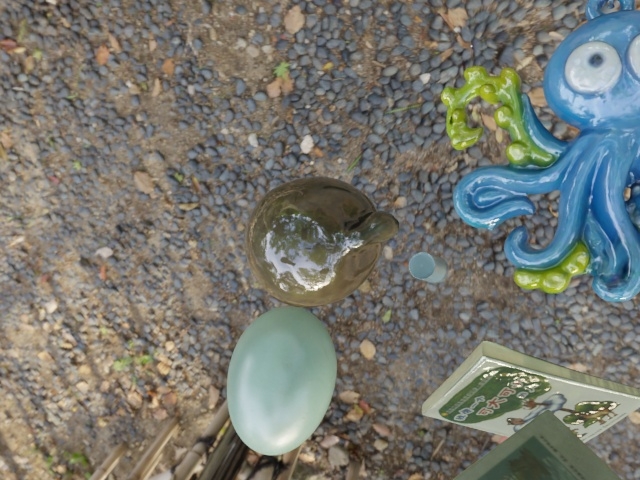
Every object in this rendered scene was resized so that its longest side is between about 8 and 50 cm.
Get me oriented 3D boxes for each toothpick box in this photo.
[{"bbox_3d":[0.202,0.051,1.019,0.052,0.083,0.052,-5,79,29],"label":"toothpick box"}]

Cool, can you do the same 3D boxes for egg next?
[{"bbox_3d":[-0.061,0.218,0.863,0.168,0.168,0.230,11,86,11],"label":"egg"}]

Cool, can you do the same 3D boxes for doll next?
[{"bbox_3d":[0.300,-0.108,0.574,0.346,0.099,0.341,-5,78,24],"label":"doll"}]

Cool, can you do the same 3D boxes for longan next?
[{"bbox_3d":[0.000,0.000,0.400,0.119,0.106,0.106,-9,108,42],"label":"longan"}]

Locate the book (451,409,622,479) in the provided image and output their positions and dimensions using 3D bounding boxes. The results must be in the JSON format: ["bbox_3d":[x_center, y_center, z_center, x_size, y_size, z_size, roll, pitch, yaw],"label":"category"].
[{"bbox_3d":[0.191,0.305,0.497,0.215,0.283,0.025,46,151,34],"label":"book"}]

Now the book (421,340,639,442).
[{"bbox_3d":[0.432,0.336,1.131,0.371,0.043,0.260,17,133,-10],"label":"book"}]
